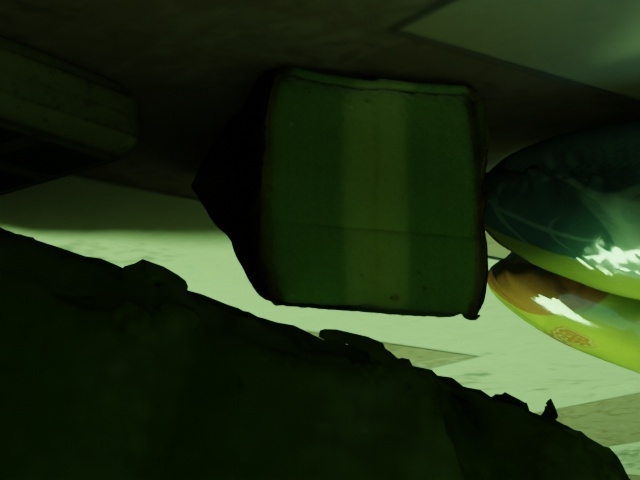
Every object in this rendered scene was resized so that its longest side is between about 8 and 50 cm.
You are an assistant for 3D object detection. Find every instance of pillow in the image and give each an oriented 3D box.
[{"bbox_3d":[0.162,0.011,0.562,0.214,0.086,0.233,8,168,10],"label":"pillow"}]

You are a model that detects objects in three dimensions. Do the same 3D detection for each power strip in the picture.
[{"bbox_3d":[-0.132,-0.044,0.428,0.076,0.028,0.169,-12,161,39],"label":"power strip"}]

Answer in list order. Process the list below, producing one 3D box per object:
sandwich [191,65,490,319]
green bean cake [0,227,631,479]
[{"bbox_3d":[0.000,0.000,0.504,0.074,0.074,0.116,5,163,-16],"label":"sandwich"},{"bbox_3d":[-0.096,0.114,0.487,0.335,0.218,0.319,20,172,-6],"label":"green bean cake"}]
